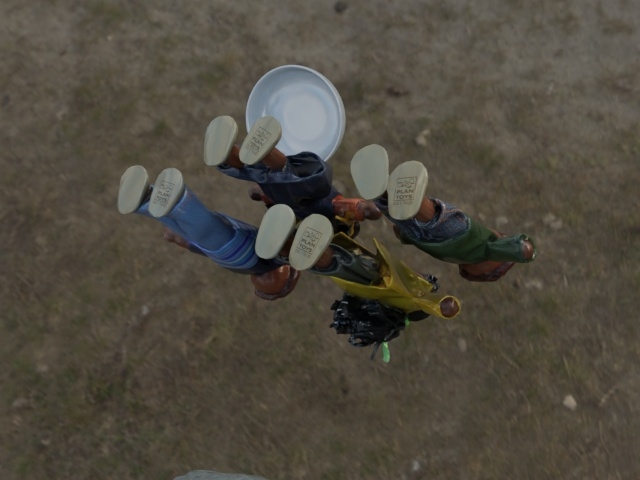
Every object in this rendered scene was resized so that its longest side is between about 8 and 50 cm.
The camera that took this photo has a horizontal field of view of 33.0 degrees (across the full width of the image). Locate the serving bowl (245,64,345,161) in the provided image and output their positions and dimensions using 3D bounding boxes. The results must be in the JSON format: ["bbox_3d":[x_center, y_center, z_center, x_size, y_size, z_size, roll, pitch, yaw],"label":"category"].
[{"bbox_3d":[-0.016,-0.095,0.840,0.083,0.027,0.083,5,101,26],"label":"serving bowl"}]

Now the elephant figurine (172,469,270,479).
[{"bbox_3d":[0.016,0.124,0.223,0.239,0.169,0.186,-15,22,51],"label":"elephant figurine"}]

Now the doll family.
[{"bbox_3d":[0.000,0.000,0.478,0.193,0.111,0.076,23,86,39],"label":"doll family"}]
